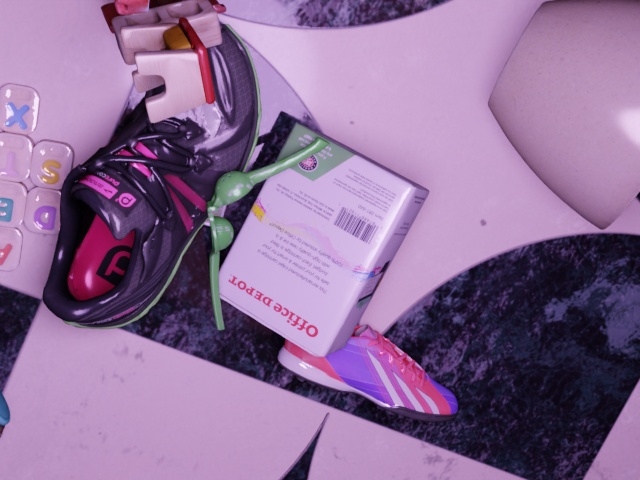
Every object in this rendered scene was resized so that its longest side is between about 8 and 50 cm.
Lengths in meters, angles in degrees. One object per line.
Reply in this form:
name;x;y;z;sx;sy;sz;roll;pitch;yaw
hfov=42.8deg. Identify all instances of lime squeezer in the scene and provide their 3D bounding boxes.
lime squeezer;-0.114;-0.027;1.137;0.110;0.059;0.310;23;101;-37

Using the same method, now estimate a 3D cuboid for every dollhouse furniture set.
dollhouse furniture set;-0.179;-0.317;0.946;0.152;0.374;0.201;-17;127;-13

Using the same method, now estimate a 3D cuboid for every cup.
cup;0.385;-0.214;1.172;0.237;0.331;0.331;30;98;9

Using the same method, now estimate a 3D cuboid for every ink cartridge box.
ink cartridge box;0.000;0.000;1.197;0.201;0.117;0.278;30;99;17

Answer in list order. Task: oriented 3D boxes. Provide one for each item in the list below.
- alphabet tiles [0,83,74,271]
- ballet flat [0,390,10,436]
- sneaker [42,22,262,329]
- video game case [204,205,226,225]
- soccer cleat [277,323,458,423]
alphabet tiles;-0.508;-0.097;1.176;0.284;0.021;0.277;10;103;-12
ballet flat;-0.605;0.110;1.125;0.182;0.164;0.482;-22;113;-12
sneaker;-0.230;-0.080;1.120;0.185;0.202;0.482;26;98;9
video game case;-0.179;-0.087;1.240;0.087;0.011;0.122;15;101;-13
soccer cleat;0.094;0.202;1.315;0.318;0.108;0.116;22;96;-12
